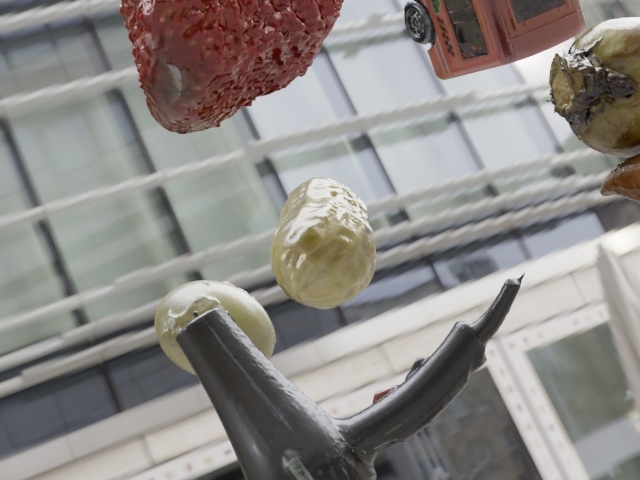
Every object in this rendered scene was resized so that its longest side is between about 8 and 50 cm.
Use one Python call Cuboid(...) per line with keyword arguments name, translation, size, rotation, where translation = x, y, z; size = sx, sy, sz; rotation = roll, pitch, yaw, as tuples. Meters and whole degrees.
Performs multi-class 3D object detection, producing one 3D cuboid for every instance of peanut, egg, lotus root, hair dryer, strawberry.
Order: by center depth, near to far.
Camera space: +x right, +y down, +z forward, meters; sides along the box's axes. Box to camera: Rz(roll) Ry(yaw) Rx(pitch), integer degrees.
Cuboid(name="hair dryer", translation=(0.042, 0.099, 0.989), size=(0.272, 0.235, 0.091), rotation=(-36, -11, -4))
Cuboid(name="strawberry", translation=(-0.110, -0.260, 1.429), size=(0.267, 0.351, 0.312), rotation=(10, -53, 5))
Cuboid(name="lotus root", translation=(0.403, -0.184, 1.537), size=(0.314, 0.169, 0.141), rotation=(-3, -4, -21))
Cuboid(name="peanut", translation=(0.000, 0.000, 1.643), size=(0.147, 0.147, 0.305), rotation=(-28, 19, 10))
Cuboid(name="egg", translation=(-0.171, 0.146, 2.045), size=(0.164, 0.201, 0.164), rotation=(20, -90, -82))

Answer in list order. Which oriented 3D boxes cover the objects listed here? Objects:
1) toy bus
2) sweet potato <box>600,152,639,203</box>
Cuboid(name="toy bus", translation=(0.219, -0.466, 1.864), size=(0.203, 0.427, 0.233), rotation=(-25, 13, -23))
Cuboid(name="sweet potato", translation=(0.441, -0.037, 1.369), size=(0.095, 0.355, 0.106), rotation=(-24, -54, -30))
